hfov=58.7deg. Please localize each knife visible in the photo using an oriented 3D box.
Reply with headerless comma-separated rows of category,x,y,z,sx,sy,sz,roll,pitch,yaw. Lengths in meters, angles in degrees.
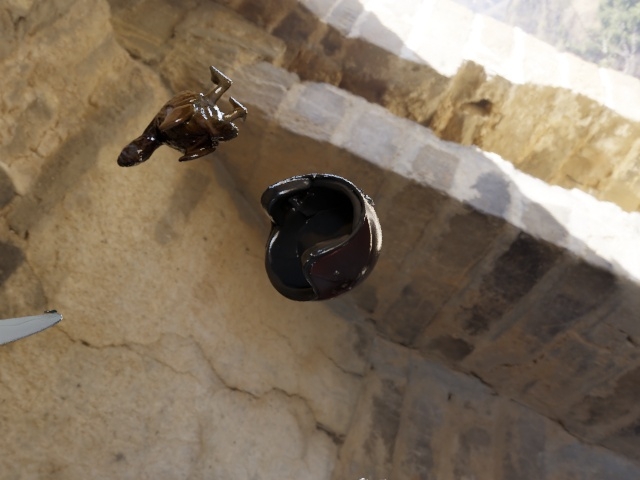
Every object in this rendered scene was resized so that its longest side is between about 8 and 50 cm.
knife,-0.582,0.148,0.875,0.081,0.336,0.043,-118,27,-53

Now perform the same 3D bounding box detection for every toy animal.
toy animal,-0.176,-0.138,0.732,0.179,0.089,0.188,-38,33,-12

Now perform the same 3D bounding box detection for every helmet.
helmet,0.000,0.000,0.926,0.193,0.189,0.216,16,-58,-48

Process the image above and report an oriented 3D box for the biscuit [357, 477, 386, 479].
biscuit,-0.043,0.214,0.282,0.239,0.062,0.108,-35,-28,-8
